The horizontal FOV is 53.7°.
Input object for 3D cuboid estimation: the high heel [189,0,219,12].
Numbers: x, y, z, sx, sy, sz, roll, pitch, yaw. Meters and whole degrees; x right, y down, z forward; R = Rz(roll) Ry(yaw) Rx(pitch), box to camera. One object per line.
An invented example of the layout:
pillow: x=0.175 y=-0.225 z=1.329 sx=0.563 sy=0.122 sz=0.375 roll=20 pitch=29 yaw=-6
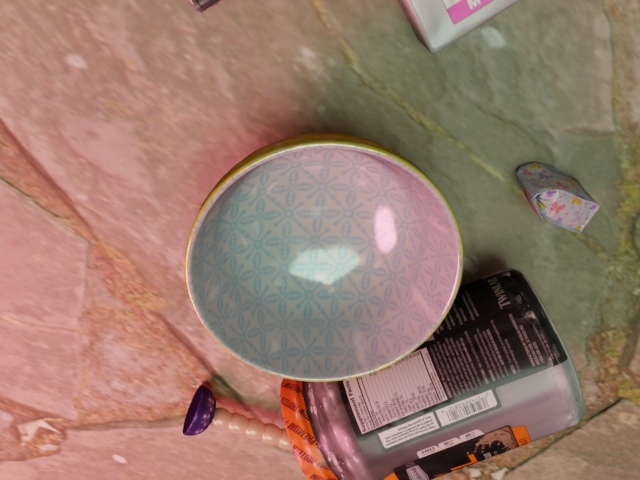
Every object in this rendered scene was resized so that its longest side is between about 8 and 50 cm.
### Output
high heel: x=-0.099 y=-0.351 z=0.544 sx=0.186 sy=0.093 sz=0.261 roll=-25 pitch=132 yaw=14

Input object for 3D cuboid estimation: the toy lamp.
toy lamp: x=-0.055 y=0.283 z=0.912 sx=0.274 sy=0.080 sz=0.080 roll=24 pitch=114 yaw=-16

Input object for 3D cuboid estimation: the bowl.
bowl: x=0.000 y=0.000 z=0.714 sx=0.289 sy=0.156 sz=0.290 roll=-2 pitch=118 yaw=-4

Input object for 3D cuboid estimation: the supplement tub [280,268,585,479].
supplement tub: x=0.134 y=0.188 z=0.802 sx=0.337 sy=0.207 sz=0.207 roll=-23 pitch=118 yaw=9

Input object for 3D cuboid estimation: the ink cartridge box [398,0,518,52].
ink cartridge box: x=0.166 y=-0.355 z=0.591 sx=0.275 sy=0.060 sz=0.239 roll=-30 pitch=118 yaw=11

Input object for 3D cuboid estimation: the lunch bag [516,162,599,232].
lunch bag: x=0.277 y=-0.054 z=0.759 sx=0.083 sy=0.071 sz=0.053 roll=20 pitch=119 yaw=-18
